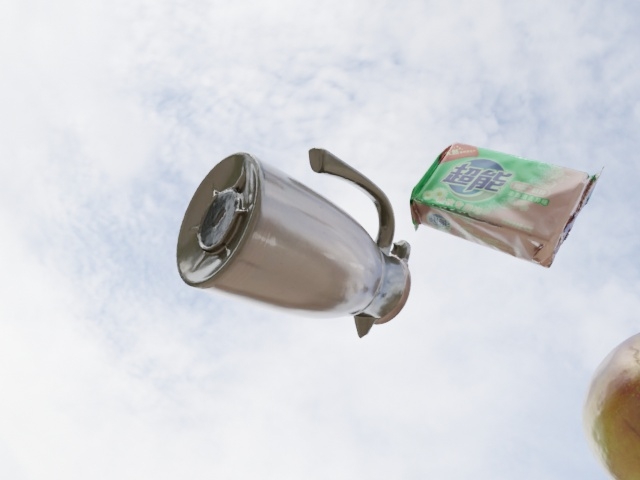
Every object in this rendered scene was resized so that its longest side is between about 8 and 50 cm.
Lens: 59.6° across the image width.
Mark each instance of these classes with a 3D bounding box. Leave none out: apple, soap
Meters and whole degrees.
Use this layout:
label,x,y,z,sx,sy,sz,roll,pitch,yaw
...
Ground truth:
label,x,y,z,sx,sy,sz,roll,pitch,yaw
apple,0.750,0.376,1.158,0.384,0.374,0.374,-9,-62,-13
soap,0.317,-0.072,0.985,0.273,0.218,0.098,23,-27,35

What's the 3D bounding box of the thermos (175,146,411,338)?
label,x,y,z,sx,sy,sz,roll,pitch,yaw
thermos,0.000,0.000,0.455,0.193,0.137,0.105,24,-11,-36
